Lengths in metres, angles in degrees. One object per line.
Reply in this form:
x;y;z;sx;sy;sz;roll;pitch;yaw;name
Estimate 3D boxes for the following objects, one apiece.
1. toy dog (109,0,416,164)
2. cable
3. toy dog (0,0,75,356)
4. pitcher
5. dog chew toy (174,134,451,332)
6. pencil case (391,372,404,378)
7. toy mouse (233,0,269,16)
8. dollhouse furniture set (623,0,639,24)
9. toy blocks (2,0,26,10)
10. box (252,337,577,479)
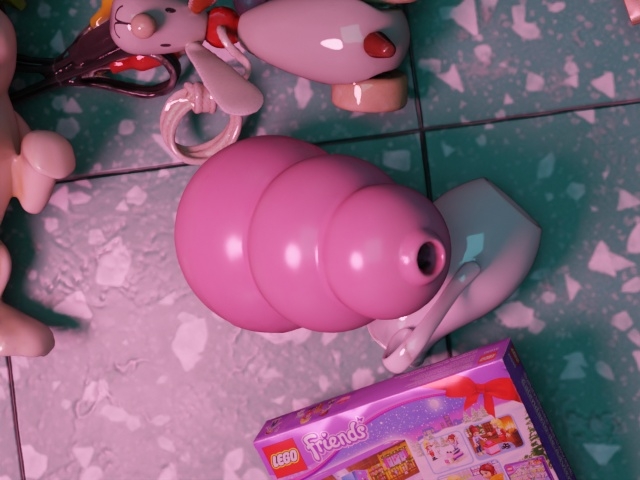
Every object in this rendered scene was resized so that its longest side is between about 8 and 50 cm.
-0.042;-0.205;1.660;0.334;0.161;0.220;-18;103;1;toy dog
-0.262;-0.198;1.799;0.287;0.072;0.139;-23;101;22;cable
-0.431;-0.102;1.715;0.395;0.284;0.408;26;110;45;toy dog
0.133;0.043;1.658;0.125;0.178;0.207;40;98;-10;pitcher
0.000;0.000;1.612;0.332;0.206;0.206;8;93;52;dog chew toy
0.137;0.197;1.717;0.152;0.064;0.070;21;85;9;pencil case
-0.050;-0.290;1.757;0.161;0.031;0.143;-32;86;9;toy mouse
0.416;-0.293;1.609;0.242;0.161;0.212;-19;88;10;dollhouse furniture set
-0.349;-0.453;1.681;0.191;0.381;0.261;25;75;42;toy blocks
0.102;0.240;1.674;0.293;0.057;0.201;-21;104;22;box
